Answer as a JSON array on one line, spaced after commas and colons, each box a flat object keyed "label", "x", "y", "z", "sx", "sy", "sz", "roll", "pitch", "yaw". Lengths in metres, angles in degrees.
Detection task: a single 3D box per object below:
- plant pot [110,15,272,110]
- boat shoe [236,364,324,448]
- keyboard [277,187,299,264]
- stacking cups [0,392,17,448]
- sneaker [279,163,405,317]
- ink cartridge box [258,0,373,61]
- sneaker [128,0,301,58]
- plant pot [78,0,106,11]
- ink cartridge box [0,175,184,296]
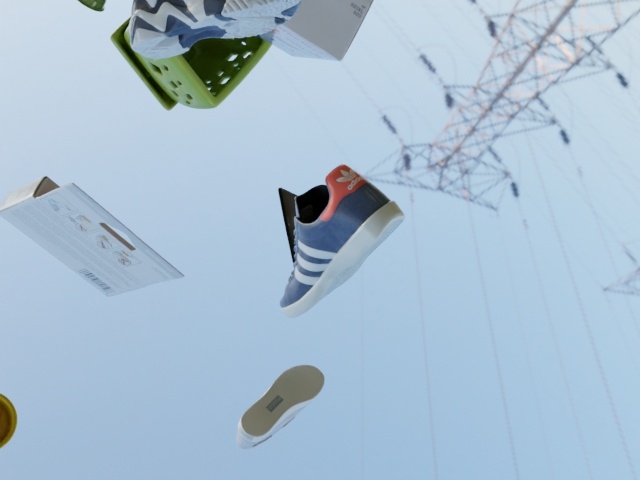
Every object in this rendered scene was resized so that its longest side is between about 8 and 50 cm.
[{"label": "plant pot", "x": -0.275, "y": -0.409, "z": 1.711, "sx": 0.228, "sy": 0.207, "sz": 0.227, "roll": 53, "pitch": -124, "yaw": -27}, {"label": "boat shoe", "x": -0.064, "y": 0.265, "z": 1.314, "sx": 0.066, "sy": 0.063, "sz": 0.184, "roll": 38, "pitch": -134, "yaw": 10}, {"label": "keyboard", "x": -0.055, "y": -0.015, "z": 1.773, "sx": 0.100, "sy": 0.038, "sz": 0.192, "roll": 25, "pitch": -134, "yaw": -49}, {"label": "stacking cups", "x": -0.570, "y": 0.313, "z": 1.369, "sx": 0.096, "sy": 0.316, "sz": 0.096, "roll": 9, "pitch": -111, "yaw": -26}, {"label": "sneaker", "x": 0.000, "y": 0.000, "z": 1.372, "sx": 0.148, "sy": 0.350, "sz": 0.131, "roll": 48, "pitch": -132, "yaw": 7}, {"label": "ink cartridge box", "x": -0.036, "y": -0.456, "z": 1.584, "sx": 0.171, "sy": 0.168, "sz": 0.233, "roll": 26, "pitch": -178, "yaw": -29}, {"label": "sneaker", "x": -0.146, "y": -0.340, "z": 1.086, "sx": 0.094, "sy": 0.235, "sz": 0.153, "roll": 9, "pitch": -110, "yaw": -67}, {"label": "plant pot", "x": -0.436, "y": -0.503, "z": 1.621, "sx": 0.083, "sy": 0.079, "sz": 0.083, "roll": 35, "pitch": -153, "yaw": -21}, {"label": "ink cartridge box", "x": -0.403, "y": -0.012, "z": 1.499, "sx": 0.275, "sy": 0.239, "sz": 0.060, "roll": 45, "pitch": -133, "yaw": -33}]
